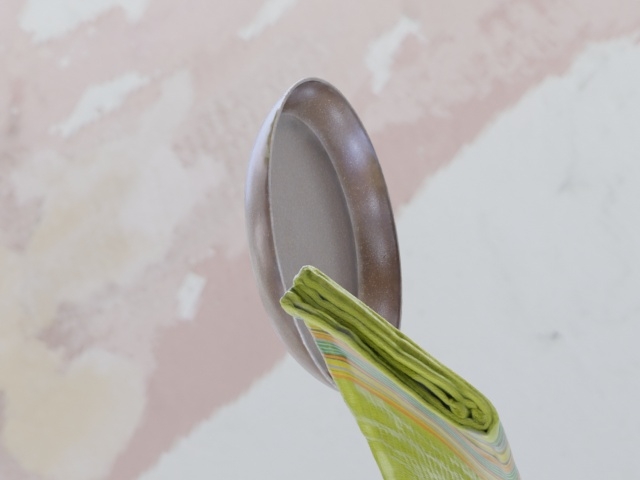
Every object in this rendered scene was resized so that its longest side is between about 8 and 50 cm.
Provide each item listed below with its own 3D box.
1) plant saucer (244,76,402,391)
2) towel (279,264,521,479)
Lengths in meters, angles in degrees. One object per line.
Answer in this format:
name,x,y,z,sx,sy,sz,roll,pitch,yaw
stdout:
plant saucer,0.000,0.000,1.849,0.050,0.310,0.310,-11,-118,22
towel,0.048,0.092,0.814,0.102,0.237,0.021,37,-103,26
